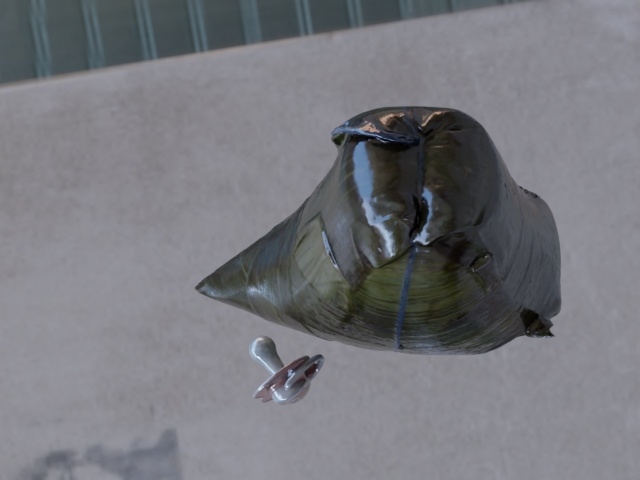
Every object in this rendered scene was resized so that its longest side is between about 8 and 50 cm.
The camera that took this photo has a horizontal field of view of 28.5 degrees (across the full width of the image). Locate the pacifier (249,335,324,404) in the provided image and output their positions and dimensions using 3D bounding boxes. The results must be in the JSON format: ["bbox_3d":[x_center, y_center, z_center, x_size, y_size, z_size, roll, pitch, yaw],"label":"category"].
[{"bbox_3d":[-0.041,0.129,1.302,0.078,0.081,0.099,51,177,16],"label":"pacifier"}]

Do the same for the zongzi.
[{"bbox_3d":[0.000,0.000,1.255,0.403,0.432,0.207,39,-129,-66],"label":"zongzi"}]
